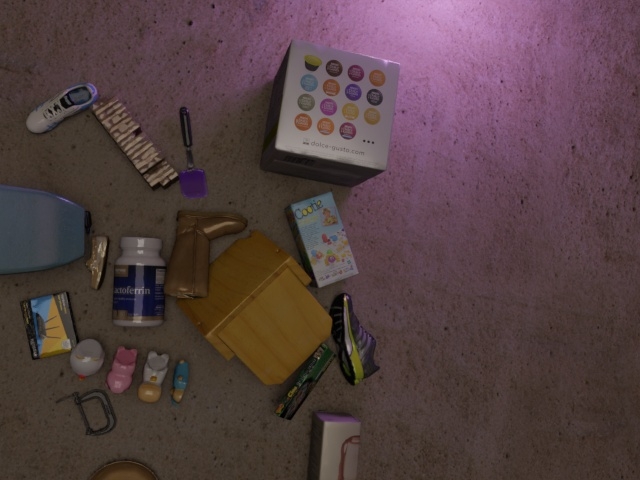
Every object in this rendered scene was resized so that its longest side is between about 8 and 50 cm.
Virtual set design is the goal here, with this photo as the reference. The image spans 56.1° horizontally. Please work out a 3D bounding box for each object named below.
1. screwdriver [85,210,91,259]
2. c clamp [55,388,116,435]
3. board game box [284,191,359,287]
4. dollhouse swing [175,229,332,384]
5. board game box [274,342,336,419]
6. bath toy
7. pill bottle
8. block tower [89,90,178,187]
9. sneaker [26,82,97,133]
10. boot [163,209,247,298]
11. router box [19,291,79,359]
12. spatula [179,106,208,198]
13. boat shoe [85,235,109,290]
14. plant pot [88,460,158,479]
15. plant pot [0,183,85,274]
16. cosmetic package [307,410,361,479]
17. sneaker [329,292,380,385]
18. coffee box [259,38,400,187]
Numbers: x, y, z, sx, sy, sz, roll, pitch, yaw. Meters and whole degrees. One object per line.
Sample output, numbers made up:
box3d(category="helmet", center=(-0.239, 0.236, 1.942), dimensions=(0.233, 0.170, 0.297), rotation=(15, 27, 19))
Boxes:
box3d(category="screwdriver", center=(-0.721, -0.007, 1.860), dimensions=(0.025, 0.024, 0.170), rotation=(2, 93, 17))
box3d(category="c clamp", center=(-0.705, 0.527, 1.832), dimensions=(0.137, 0.022, 0.161), rotation=(-27, 91, -17))
box3d(category="board game box", center=(0.000, 0.000, 1.949), dimensions=(0.144, 0.142, 0.275), rotation=(-19, 91, -12))
box3d(category="dollhouse swing", center=(-0.193, 0.222, 1.911), dimensions=(0.347, 0.315, 0.305), rotation=(-44, 132, -11))
box3d(category="board game box", center=(-0.046, 0.454, 1.922), dimensions=(0.030, 0.136, 0.260), rotation=(31, 78, 25))
box3d(category="bath toy", center=(-0.583, 0.406, 1.817), dimensions=(0.348, 0.129, 0.151), rotation=(18, 39, -13))
box3d(category="pill bottle", center=(-0.547, 0.124, 1.819), dimensions=(0.153, 0.153, 0.265), rotation=(2, 86, -12))
box3d(category="block tower", center=(-0.580, -0.305, 1.866), dimensions=(0.091, 0.097, 0.335), rotation=(-39, 94, -12))
box3d(category="sneaker", center=(-0.792, -0.409, 1.830), dimensions=(0.237, 0.086, 0.085), rotation=(-35, 96, -10))
box3d(category="boot", center=(-0.352, 0.049, 1.864), dimensions=(0.236, 0.089, 0.270), rotation=(3, 69, -4))
box3d(category="router box", center=(-0.812, 0.255, 1.808), dimensions=(0.133, 0.046, 0.179), rotation=(-13, 90, -13))
box3d(category="spatula", center=(-0.422, -0.282, 1.930), dimensions=(0.084, 0.030, 0.297), rotation=(-8, 89, -10))
box3d(category="boat shoe", center=(-0.689, 0.068, 1.841), dimensions=(0.059, 0.063, 0.170), rotation=(7, 76, -9))
box3d(category="plant pot", center=(-0.603, 0.789, 1.832), dimensions=(0.236, 0.032, 0.236), rotation=(1, 87, -11))
box3d(category="plant pot", center=(-0.817, -0.021, 1.731), dimensions=(0.252, 0.248, 0.247), rotation=(2, 86, -28))
box3d(category="cosmetic package", center=(0.039, 0.709, 1.916), dimensions=(0.129, 0.153, 0.296), rotation=(5, 87, -13))
box3d(category="sneaker", center=(0.113, 0.318, 1.988), dimensions=(0.121, 0.111, 0.300), rotation=(-12, 91, -29))
box3d(category="coffee box", center=(0.018, -0.378, 1.873), dimensions=(0.337, 0.338, 0.335), rotation=(10, 84, -12))
